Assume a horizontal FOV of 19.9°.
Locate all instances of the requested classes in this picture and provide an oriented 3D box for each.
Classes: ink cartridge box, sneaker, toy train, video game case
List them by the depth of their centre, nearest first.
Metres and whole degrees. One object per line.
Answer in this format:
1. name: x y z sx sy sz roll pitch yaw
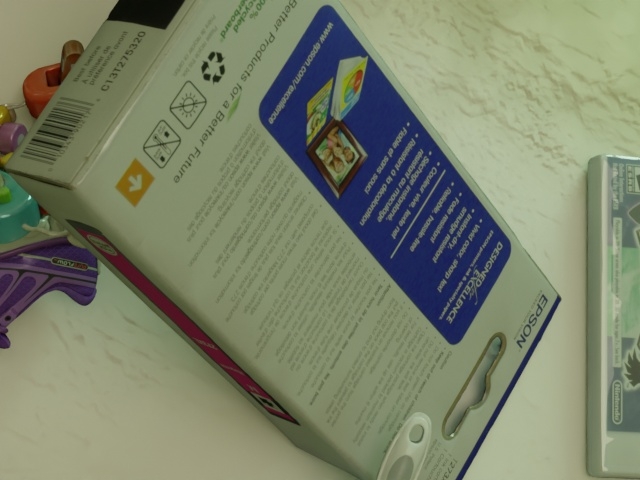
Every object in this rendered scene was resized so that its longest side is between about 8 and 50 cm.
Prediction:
1. toy train: -0.157 -0.058 0.986 0.125 0.166 0.046 -10 128 0
2. sneaker: -0.200 0.030 0.992 0.169 0.068 0.071 -13 98 -16
3. ink cartridge box: 0.000 0.000 0.999 0.371 0.069 0.176 47 67 -41
4. video game case: 0.255 0.052 1.154 0.183 0.023 0.201 4 80 -17

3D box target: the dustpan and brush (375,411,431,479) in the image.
1. dustpan and brush: 0.011 0.193 1.015 0.147 0.060 0.211 25 81 -6
